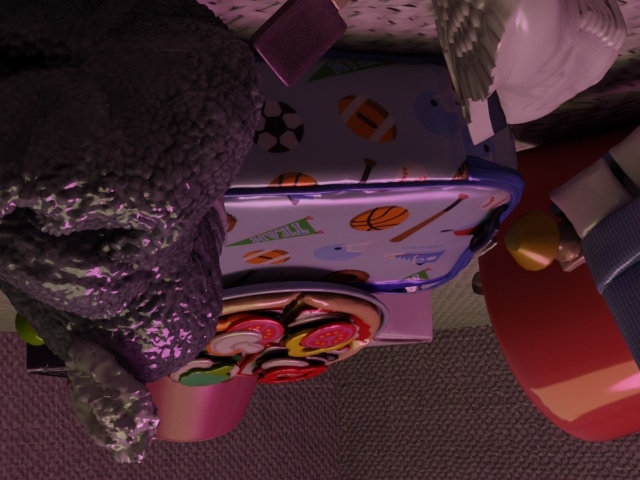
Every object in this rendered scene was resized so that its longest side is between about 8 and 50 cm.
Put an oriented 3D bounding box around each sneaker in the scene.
[{"bbox_3d":[0.110,-0.116,0.623,0.095,0.090,0.235,-15,174,6],"label":"sneaker"}]

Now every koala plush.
[{"bbox_3d":[-0.110,-0.005,0.604,0.203,0.196,0.221,1,137,15],"label":"koala plush"}]

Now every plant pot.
[{"bbox_3d":[-0.122,0.073,1.095,0.201,0.180,0.201,8,-155,-4],"label":"plant pot"},{"bbox_3d":[0.304,0.015,0.991,0.243,0.274,0.275,-20,162,39],"label":"plant pot"}]

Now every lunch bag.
[{"bbox_3d":[-0.014,-0.030,0.858,0.303,0.115,0.243,1,156,-16],"label":"lunch bag"}]

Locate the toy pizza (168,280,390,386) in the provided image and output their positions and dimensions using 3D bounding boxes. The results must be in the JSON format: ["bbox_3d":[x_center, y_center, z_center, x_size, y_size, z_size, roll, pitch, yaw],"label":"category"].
[{"bbox_3d":[-0.045,0.081,0.930,0.201,0.032,0.201,-7,158,-3],"label":"toy pizza"}]

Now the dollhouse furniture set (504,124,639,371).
[{"bbox_3d":[0.246,0.027,0.727,0.198,0.286,0.303,5,146,-42],"label":"dollhouse furniture set"}]

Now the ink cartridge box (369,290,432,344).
[{"bbox_3d":[-0.024,0.028,1.239,0.233,0.171,0.168,-7,172,32],"label":"ink cartridge box"}]

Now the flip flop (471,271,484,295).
[{"bbox_3d":[0.299,0.021,1.560,0.277,0.080,0.112,-10,-173,-40],"label":"flip flop"}]

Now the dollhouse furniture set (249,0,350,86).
[{"bbox_3d":[-0.030,-0.151,0.554,0.081,0.091,0.114,44,178,40],"label":"dollhouse furniture set"}]

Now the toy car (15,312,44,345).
[{"bbox_3d":[-0.262,0.019,1.412,0.155,0.149,0.188,-25,-177,40],"label":"toy car"}]

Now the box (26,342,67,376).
[{"bbox_3d":[-0.207,0.095,1.644,0.294,0.182,0.296,-4,170,10],"label":"box"}]

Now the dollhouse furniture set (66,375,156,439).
[{"bbox_3d":[-0.184,0.099,1.353,0.129,0.183,0.129,-34,124,26],"label":"dollhouse furniture set"}]
